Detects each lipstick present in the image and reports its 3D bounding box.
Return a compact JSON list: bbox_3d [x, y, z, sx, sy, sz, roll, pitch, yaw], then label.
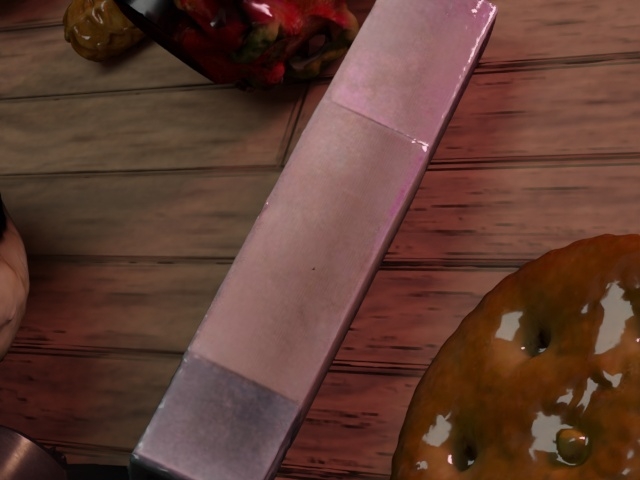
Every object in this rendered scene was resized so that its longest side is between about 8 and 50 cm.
[{"bbox_3d":[0.000,0.000,0.958,0.068,0.066,0.317,24,67,6],"label":"lipstick"}]

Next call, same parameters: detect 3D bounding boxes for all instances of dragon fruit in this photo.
[{"bbox_3d":[-0.035,-0.181,1.091,0.172,0.160,0.166,-53,23,-3],"label":"dragon fruit"}]

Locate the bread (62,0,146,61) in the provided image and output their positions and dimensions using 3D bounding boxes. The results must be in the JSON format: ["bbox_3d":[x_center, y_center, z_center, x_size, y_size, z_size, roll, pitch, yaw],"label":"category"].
[{"bbox_3d":[-0.108,-0.171,1.217,0.157,0.044,0.052,-29,54,23],"label":"bread"}]

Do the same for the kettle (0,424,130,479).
[{"bbox_3d":[-0.197,0.184,0.937,0.250,0.207,0.271,-39,12,29],"label":"kettle"}]

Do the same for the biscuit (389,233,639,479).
[{"bbox_3d":[0.130,0.100,0.834,0.220,0.066,0.220,-22,52,31],"label":"biscuit"}]

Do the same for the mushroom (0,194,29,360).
[{"bbox_3d":[-0.284,0.050,1.094,0.247,0.130,0.344,-34,11,-11],"label":"mushroom"}]
